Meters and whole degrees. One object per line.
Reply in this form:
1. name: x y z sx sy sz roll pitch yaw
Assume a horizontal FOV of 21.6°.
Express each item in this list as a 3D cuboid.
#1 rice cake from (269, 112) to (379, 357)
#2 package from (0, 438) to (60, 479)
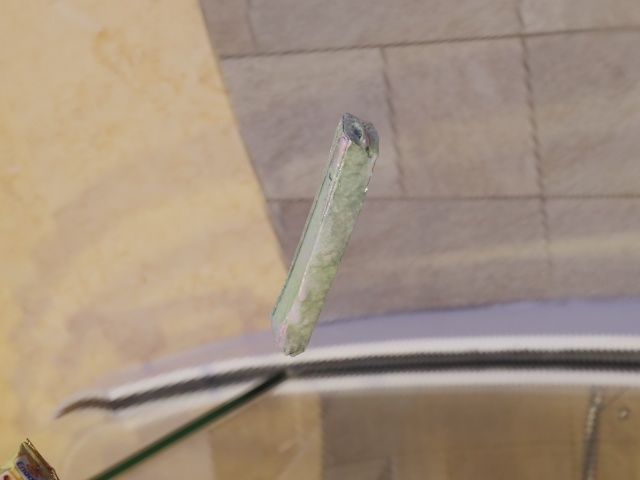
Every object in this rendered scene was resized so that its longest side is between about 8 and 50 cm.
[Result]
1. rice cake: 0.000 0.000 1.320 0.034 0.043 0.211 11 119 -16
2. package: -0.326 0.291 1.810 0.108 0.120 0.031 52 159 -8
